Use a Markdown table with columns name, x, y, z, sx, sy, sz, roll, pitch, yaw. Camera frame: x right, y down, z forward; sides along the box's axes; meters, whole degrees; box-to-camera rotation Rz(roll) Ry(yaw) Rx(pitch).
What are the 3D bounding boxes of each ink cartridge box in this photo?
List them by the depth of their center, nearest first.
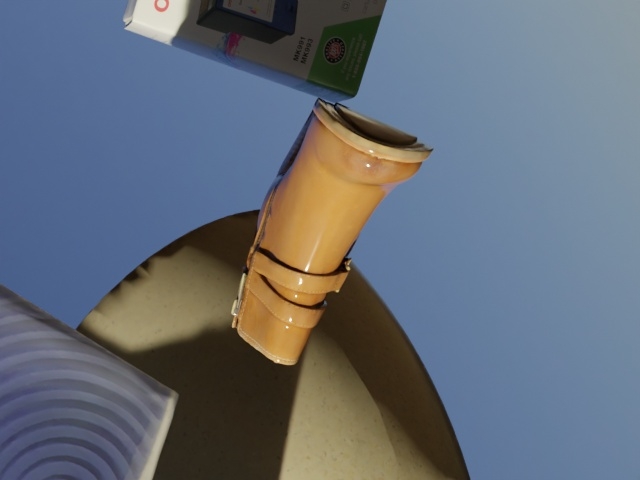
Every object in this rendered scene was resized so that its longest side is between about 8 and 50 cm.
| name | x | y | z | sx | sy | sz | roll | pitch | yaw |
| --- | --- | --- | --- | --- | --- | --- | --- | --- | --- |
| ink cartridge box | -0.051 | -0.229 | 1.477 | 0.212 | 0.154 | 0.093 | 19 | 179 | -11 |

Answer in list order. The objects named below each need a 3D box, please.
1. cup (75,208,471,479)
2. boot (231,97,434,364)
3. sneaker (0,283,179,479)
| name | x | y | z | sx | sy | sz | roll | pitch | yaw |
| --- | --- | --- | --- | --- | --- | --- | --- | --- | --- |
| cup | -0.028 | 0.177 | 1.225 | 0.237 | 0.331 | 0.331 | 38 | -178 | 32 |
| boot | 0.000 | 0.000 | 0.972 | 0.073 | 0.152 | 0.197 | 22 | 180 | -6 |
| sneaker | -0.194 | 0.148 | 0.534 | 0.127 | 0.315 | 0.182 | 39 | 159 | -20 |
